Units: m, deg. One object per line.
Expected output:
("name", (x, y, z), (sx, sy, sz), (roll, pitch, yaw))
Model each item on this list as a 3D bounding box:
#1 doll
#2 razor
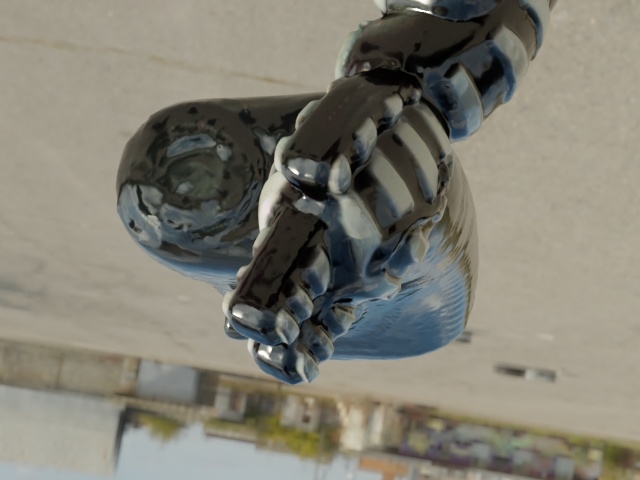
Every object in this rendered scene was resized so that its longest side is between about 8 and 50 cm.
("doll", (0.032, -0.050, 0.489), (0.067, 0.219, 0.091), (21, 157, 29))
("razor", (0.000, -0.002, 0.885), (0.204, 0.113, 0.349), (0, 166, 9))
